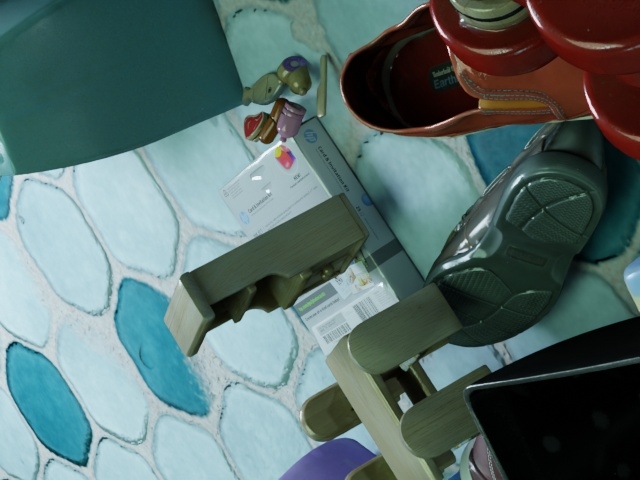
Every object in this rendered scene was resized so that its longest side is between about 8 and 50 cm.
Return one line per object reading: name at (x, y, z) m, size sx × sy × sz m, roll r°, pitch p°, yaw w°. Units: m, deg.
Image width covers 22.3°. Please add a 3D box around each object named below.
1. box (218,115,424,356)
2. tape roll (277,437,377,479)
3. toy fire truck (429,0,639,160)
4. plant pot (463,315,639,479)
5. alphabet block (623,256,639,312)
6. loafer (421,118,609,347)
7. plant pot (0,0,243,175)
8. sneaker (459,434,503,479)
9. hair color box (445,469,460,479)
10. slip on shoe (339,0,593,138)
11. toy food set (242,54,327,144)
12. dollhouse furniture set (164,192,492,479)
box at (0.000, 0.000, 1.463) m, size 0.186 × 0.038 × 0.145 m, roll 55°, pitch 143°, yaw 1°
tape roll at (0.008, 0.286, 1.537) m, size 0.080 × 0.189 × 0.189 m, roll 34°, pitch 138°, yaw 29°
toy fire truck at (0.181, -0.211, 0.957) m, size 0.302 × 0.254 × 0.169 m, roll 34°, pitch 177°, yaw 31°
plant pot at (0.249, 0.137, 1.160) m, size 0.187 × 0.167 × 0.188 m, roll -17°, pitch 103°, yaw 51°
alphabet block at (0.336, 0.046, 0.972) m, size 0.192 × 0.193 × 0.197 m, roll -22°, pitch 99°, yaw 55°
loafer at (0.155, -0.006, 1.262) m, size 0.096 × 0.084 × 0.267 m, roll 24°, pitch 146°, yaw -6°
plant pot at (-0.225, -0.150, 1.449) m, size 0.165 × 0.234 × 0.166 m, roll 3°, pitch 119°, yaw 49°
sneaker at (0.228, 0.197, 1.288) m, size 0.281 × 0.106 × 0.163 m, roll 33°, pitch 134°, yaw 31°
hair color box at (0.231, 0.348, 1.390) m, size 0.347 × 0.105 × 0.174 m, roll 25°, pitch 133°, yaw 38°
slip on shoe at (0.138, -0.135, 1.130) m, size 0.331 × 0.101 × 0.123 m, roll -13°, pitch 89°, yaw 49°
toy food set at (-0.038, -0.117, 1.402) m, size 0.122 × 0.019 × 0.078 m, roll -23°, pitch 61°, yaw 51°
dollhouse furniture set at (0.006, 0.111, 1.329) m, size 0.242 × 0.161 × 0.212 m, roll 58°, pitch 159°, yaw 12°
